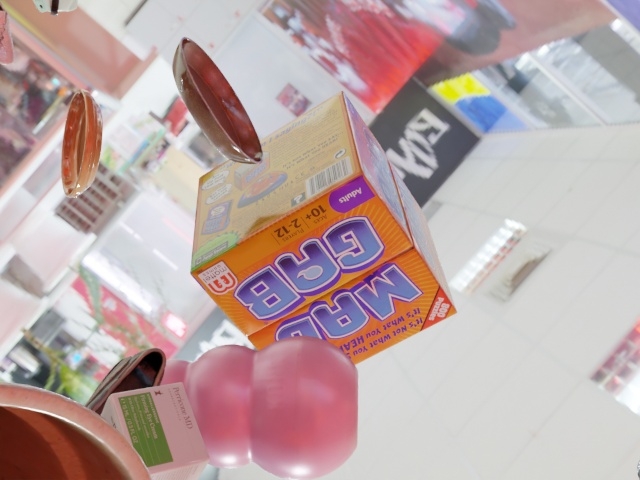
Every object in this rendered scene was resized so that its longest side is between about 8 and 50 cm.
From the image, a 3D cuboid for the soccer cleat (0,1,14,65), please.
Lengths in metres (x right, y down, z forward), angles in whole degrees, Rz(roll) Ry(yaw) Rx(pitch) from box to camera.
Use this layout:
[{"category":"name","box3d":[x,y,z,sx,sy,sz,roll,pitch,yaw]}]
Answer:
[{"category":"soccer cleat","box3d":[-0.346,-0.229,0.920,0.029,0.083,0.036,-12,172,-42]}]

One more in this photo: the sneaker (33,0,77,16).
[{"category":"sneaker","box3d":[-0.617,-0.543,1.758,0.094,0.256,0.151,-77,-178,-49]}]

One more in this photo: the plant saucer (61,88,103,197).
[{"category":"plant saucer","box3d":[-0.439,-0.177,1.585,0.200,0.037,0.200,-16,-108,60]}]

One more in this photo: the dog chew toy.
[{"category":"dog chew toy","box3d":[-0.111,0.239,1.245,0.206,0.332,0.206,2,90,-88]}]

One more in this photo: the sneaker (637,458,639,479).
[{"category":"sneaker","box3d":[0.369,0.223,0.878,0.090,0.081,0.232,-52,145,-5]}]

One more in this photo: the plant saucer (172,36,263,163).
[{"category":"plant saucer","box3d":[-0.123,-0.156,0.997,0.029,0.168,0.168,-29,-168,12]}]

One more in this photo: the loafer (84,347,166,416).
[{"category":"loafer","box3d":[-0.268,0.239,1.056,0.084,0.096,0.267,-45,-164,45]}]

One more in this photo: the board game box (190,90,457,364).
[{"category":"board game box","box3d":[0.000,0.000,1.679,0.357,0.356,0.356,-30,-149,14]}]

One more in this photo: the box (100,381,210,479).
[{"category":"box","box3d":[-0.187,0.228,0.940,0.087,0.101,0.102,-5,143,-33]}]

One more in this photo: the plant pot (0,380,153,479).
[{"category":"plant pot","box3d":[-0.323,0.193,0.551,0.305,0.334,0.334,20,-115,42]}]
